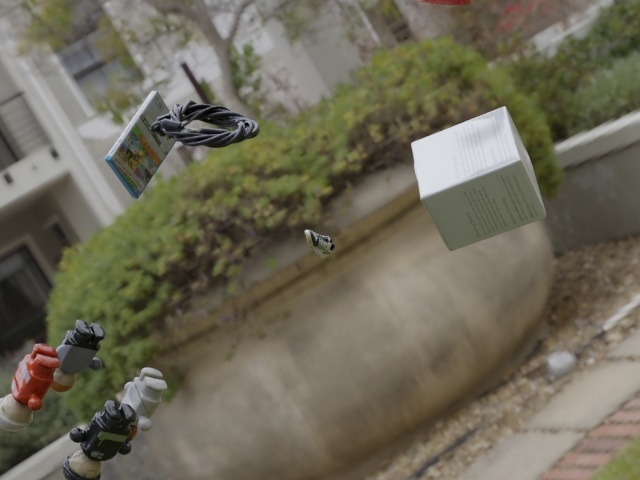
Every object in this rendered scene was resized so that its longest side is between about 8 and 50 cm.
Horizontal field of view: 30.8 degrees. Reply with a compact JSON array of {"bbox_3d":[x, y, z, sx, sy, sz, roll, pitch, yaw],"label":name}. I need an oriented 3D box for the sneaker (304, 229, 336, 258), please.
[{"bbox_3d":[0.000,0.000,2.002,0.037,0.032,0.083,-23,-30,11],"label":"sneaker"}]

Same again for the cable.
[{"bbox_3d":[-0.170,-0.186,1.829,0.150,0.047,0.184,10,18,22],"label":"cable"}]

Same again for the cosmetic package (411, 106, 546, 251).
[{"bbox_3d":[0.274,-0.106,2.033,0.183,0.151,0.151,-20,42,16],"label":"cosmetic package"}]

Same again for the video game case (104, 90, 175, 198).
[{"bbox_3d":[-0.324,-0.176,2.143,0.015,0.119,0.166,15,62,30],"label":"video game case"}]

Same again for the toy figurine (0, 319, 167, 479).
[{"bbox_3d":[-0.360,0.245,1.758,0.148,0.213,0.209,-56,-4,20],"label":"toy figurine"}]

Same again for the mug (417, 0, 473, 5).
[{"bbox_3d":[0.240,-0.523,2.124,0.113,0.169,0.150,17,24,35],"label":"mug"}]
